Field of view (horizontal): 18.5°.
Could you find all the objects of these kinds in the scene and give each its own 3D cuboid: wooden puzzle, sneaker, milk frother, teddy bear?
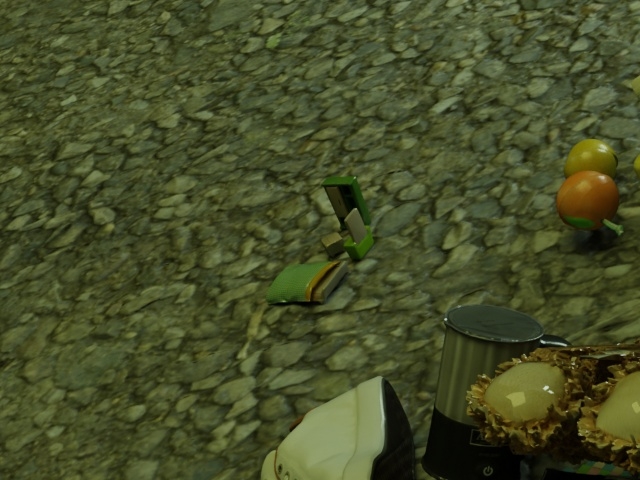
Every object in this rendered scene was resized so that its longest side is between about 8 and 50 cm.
[{"bbox_3d":[0.223,0.196,1.583,0.083,0.006,0.049,10,43,45],"label":"wooden puzzle"},{"bbox_3d":[0.013,0.220,1.611,0.123,0.106,0.290,-22,18,11],"label":"sneaker"},{"bbox_3d":[0.137,0.118,1.643,0.129,0.135,0.143,-3,20,-31],"label":"milk frother"},{"bbox_3d":[0.243,0.133,1.454,0.245,0.113,0.338,-1,1,15],"label":"teddy bear"}]

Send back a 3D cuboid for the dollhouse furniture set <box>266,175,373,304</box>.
[{"bbox_3d":[0.000,0.000,2.019,0.076,0.058,0.152,0,36,37],"label":"dollhouse furniture set"}]

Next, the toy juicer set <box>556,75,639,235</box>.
[{"bbox_3d":[0.347,-0.101,1.927,0.209,0.089,0.329,-24,18,45],"label":"toy juicer set"}]

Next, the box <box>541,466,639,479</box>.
[{"bbox_3d":[0.234,0.293,1.294,0.257,0.079,0.322,3,37,22],"label":"box"}]
